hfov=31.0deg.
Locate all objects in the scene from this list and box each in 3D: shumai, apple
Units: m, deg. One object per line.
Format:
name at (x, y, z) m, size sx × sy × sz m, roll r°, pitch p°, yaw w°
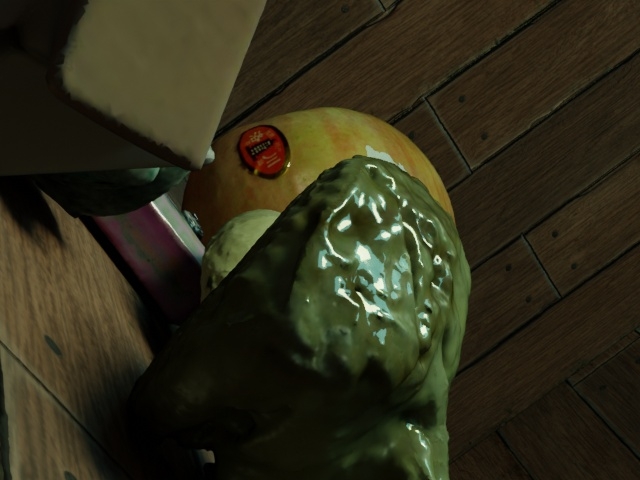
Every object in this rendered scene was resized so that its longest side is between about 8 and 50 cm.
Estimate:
shumai at (0.040, 0.116, 0.870) m, size 0.288 × 0.292 × 0.330 m, roll 42°, pitch 37°, yaw -1°
apple at (0.000, 0.000, 1.670) m, size 0.391 × 0.391 × 0.346 m, roll 53°, pitch 24°, yaw -76°

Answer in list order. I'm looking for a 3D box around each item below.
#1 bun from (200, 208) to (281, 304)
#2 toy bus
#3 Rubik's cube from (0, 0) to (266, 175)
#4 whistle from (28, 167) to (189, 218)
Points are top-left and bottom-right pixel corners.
bun at (-0.031, 0.087, 1.180) m, size 0.259 × 0.160 × 0.259 m, roll -3°, pitch 90°, yaw -85°
toy bus at (-0.207, -0.039, 1.251) m, size 0.274 × 0.090 × 0.112 m, roll 54°, pitch 2°, yaw -10°
Rubik's cube at (-0.190, -0.216, 0.549) m, size 0.358 × 0.368 × 0.387 m, roll 29°, pitch 19°, yaw -44°
whistle at (-0.264, -0.147, 1.077) m, size 0.405 × 0.188 × 0.168 m, roll 10°, pitch -26°, yaw 39°
